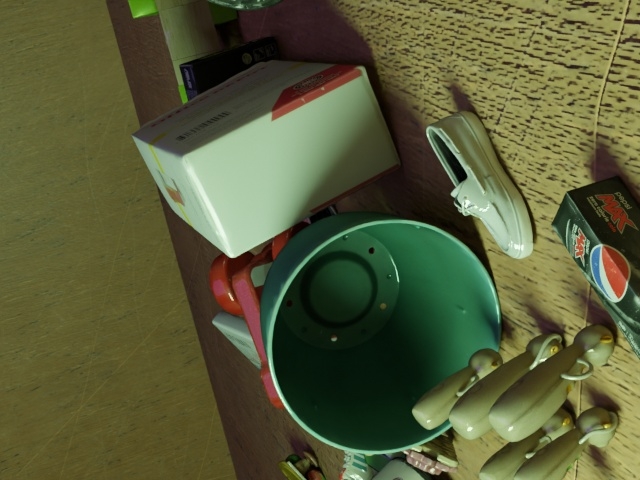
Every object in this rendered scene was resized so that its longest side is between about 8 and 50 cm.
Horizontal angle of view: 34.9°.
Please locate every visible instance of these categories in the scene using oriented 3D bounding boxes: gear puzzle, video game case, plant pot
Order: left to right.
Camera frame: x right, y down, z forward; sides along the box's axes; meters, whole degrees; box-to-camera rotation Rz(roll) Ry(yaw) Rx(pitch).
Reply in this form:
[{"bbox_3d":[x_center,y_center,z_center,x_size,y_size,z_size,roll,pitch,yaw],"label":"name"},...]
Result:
[{"bbox_3d":[-0.028,0.258,1.844,0.300,0.036,0.329,49,162,-25],"label":"video game case"},{"bbox_3d":[0.052,0.095,1.320,0.235,0.293,0.293,-140,35,-71],"label":"plant pot"},{"bbox_3d":[0.111,0.286,1.488,0.339,0.175,0.044,37,-105,-83],"label":"gear puzzle"}]

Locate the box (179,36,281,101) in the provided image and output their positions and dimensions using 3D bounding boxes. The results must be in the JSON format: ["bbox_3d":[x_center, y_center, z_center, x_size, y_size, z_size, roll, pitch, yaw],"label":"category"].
[{"bbox_3d":[-0.137,-0.235,1.744,0.045,0.184,0.191,10,118,46],"label":"box"}]

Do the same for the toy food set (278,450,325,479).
[{"bbox_3d":[-0.032,0.571,2.511,0.128,0.071,0.218,46,163,4],"label":"toy food set"}]

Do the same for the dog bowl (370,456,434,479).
[{"bbox_3d":[0.154,0.573,1.667,0.408,0.150,0.408,55,160,32],"label":"dog bowl"}]

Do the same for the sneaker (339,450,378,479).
[{"bbox_3d":[0.066,0.432,1.991,0.057,0.075,0.161,126,124,-71],"label":"sneaker"}]

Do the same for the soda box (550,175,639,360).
[{"bbox_3d":[0.273,0.027,0.891,0.053,0.060,0.169,98,150,-55],"label":"soda box"}]

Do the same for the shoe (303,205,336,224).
[{"bbox_3d":[0.000,0.000,1.760,0.081,0.063,0.178,-173,70,-78],"label":"shoe"}]

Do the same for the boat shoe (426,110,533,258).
[{"bbox_3d":[0.173,-0.059,1.123,0.066,0.063,0.184,122,128,-70],"label":"boat shoe"}]

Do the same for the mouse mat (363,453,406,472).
[{"bbox_3d":[0.112,0.373,1.870,0.189,0.007,0.153,14,121,63],"label":"mouse mat"}]

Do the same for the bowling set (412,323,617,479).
[{"bbox_3d":[0.244,0.208,1.105,0.200,0.154,0.287,54,164,-6],"label":"bowling set"}]

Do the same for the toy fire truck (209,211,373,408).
[{"bbox_3d":[-0.013,0.106,1.562,0.169,0.302,0.254,-22,85,35],"label":"toy fire truck"}]

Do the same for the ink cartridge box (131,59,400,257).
[{"bbox_3d":[-0.095,-0.139,1.514,0.160,0.279,0.384,65,167,-19],"label":"ink cartridge box"}]

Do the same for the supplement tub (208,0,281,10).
[{"bbox_3d":[-0.086,-0.465,1.286,0.338,0.207,0.207,114,136,-66],"label":"supplement tub"}]

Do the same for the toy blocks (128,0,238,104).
[{"bbox_3d":[-0.274,-0.456,2.040,0.261,0.190,0.381,-137,32,-81],"label":"toy blocks"}]
